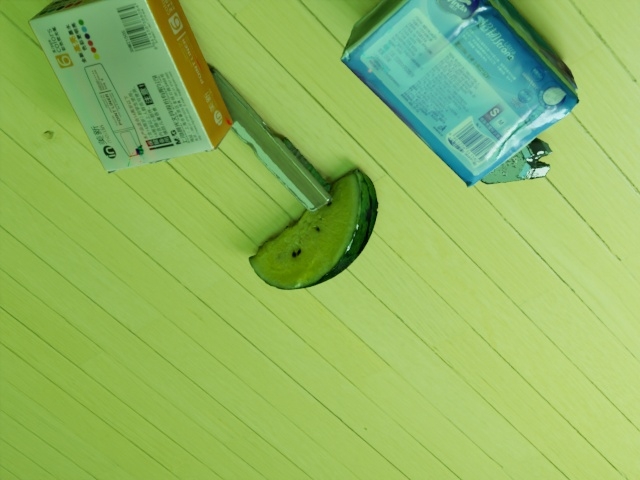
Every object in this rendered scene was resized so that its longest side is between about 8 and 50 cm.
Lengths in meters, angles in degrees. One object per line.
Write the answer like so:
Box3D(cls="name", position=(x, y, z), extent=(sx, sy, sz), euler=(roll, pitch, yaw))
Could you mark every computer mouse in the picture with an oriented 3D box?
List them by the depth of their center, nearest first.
Box3D(cls="computer mouse", position=(0.281, -0.127, 1.442), extent=(0.135, 0.047, 0.079), euler=(4, 117, 16))

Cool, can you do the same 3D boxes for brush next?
Box3D(cls="brush", position=(-0.086, -0.161, 1.528), extent=(0.054, 0.048, 0.282), euler=(-35, 106, 34))

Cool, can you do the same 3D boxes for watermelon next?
Box3D(cls="watermelon", position=(0.000, 0.000, 1.611), extent=(0.129, 0.123, 0.301), euler=(50, 126, 1))

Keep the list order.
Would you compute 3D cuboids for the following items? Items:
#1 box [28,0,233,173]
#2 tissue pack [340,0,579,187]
Box3D(cls="box", position=(-0.285, -0.250, 1.458), extent=(0.220, 0.091, 0.274), euler=(-6, 121, 24))
Box3D(cls="tissue pack", position=(0.189, -0.237, 1.295), extent=(0.263, 0.146, 0.198), euler=(43, 118, -16))
